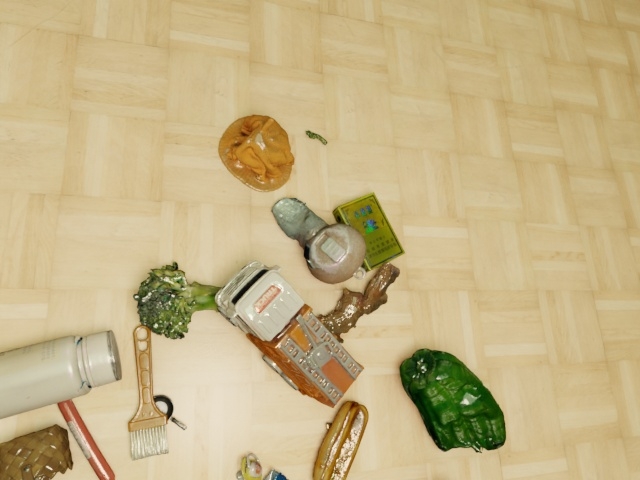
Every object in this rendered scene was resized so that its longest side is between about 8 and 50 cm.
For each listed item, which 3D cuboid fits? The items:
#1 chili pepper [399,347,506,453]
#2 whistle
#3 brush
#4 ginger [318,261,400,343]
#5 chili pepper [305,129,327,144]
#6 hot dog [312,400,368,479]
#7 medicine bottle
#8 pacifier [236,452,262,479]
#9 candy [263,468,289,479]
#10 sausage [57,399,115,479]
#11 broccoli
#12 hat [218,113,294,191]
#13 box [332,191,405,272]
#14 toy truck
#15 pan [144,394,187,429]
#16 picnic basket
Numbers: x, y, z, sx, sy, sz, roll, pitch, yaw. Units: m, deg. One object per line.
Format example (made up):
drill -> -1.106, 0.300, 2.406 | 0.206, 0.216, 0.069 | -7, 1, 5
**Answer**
chili pepper -> 0.375, 0.453, 1.261 | 0.385, 0.213, 0.167 | 50, 21, -20
whistle -> 0.000, 0.000, 1.292 | 0.348, 0.189, 0.189 | 41, 65, 21
brush -> -0.426, 0.360, 1.084 | 0.090, 0.017, 0.314 | -6, 73, -16
ginger -> 0.119, 0.175, 1.303 | 0.290, 0.084, 0.122 | -38, 91, -16
chili pepper -> -0.013, -0.335, 1.435 | 0.083, 0.022, 0.027 | 26, 67, -14
hot dog -> 0.047, 0.548, 1.179 | 0.104, 0.076, 0.250 | 35, 70, -27
medicine bottle -> -0.596, 0.293, 1.000 | 0.258, 0.143, 0.143 | -13, 79, -19
pacifier -> -0.182, 0.574, 1.108 | 0.064, 0.083, 0.068 | -30, 44, 13
candy -> -0.133, 0.642, 1.104 | 0.136, 0.038, 0.088 | -43, 111, -25
sausage -> -0.545, 0.462, 1.029 | 0.034, 0.034, 0.253 | -30, 86, -23
broccoli -> -0.346, 0.143, 1.153 | 0.198, 0.177, 0.275 | 33, 30, 29
hat -> -0.160, -0.296, 1.262 | 0.233, 0.233, 0.244 | 16, 72, -14
box -> 0.148, -0.025, 1.376 | 0.141, 0.064, 0.220 | -25, 85, -22
toy truck -> -0.071, 0.234, 1.108 | 0.173, 0.207, 0.387 | -47, 113, -20
pan -> -0.378, 0.431, 1.095 | 0.115, 0.023, 0.068 | 38, 66, -1
picnic basket -> -0.605, 0.503, 0.944 | 0.137, 0.128, 0.178 | -14, 70, -19
